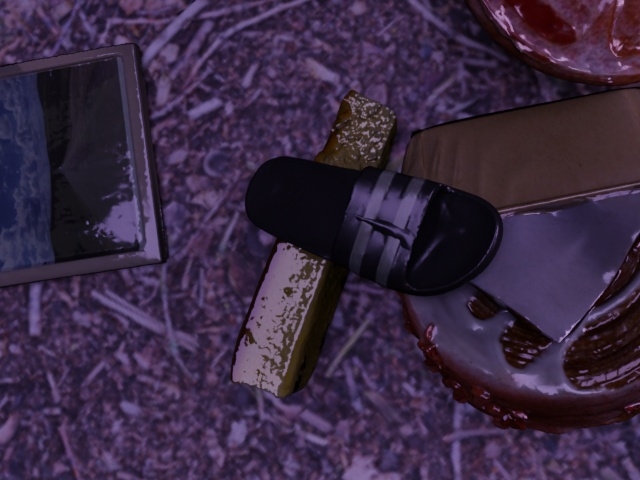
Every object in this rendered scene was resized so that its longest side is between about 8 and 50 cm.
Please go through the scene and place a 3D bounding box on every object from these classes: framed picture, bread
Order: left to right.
[{"bbox_3d":[-0.260,-0.053,0.658,0.260,0.023,0.188,-8,84,8],"label":"framed picture"},{"bbox_3d":[0.000,0.000,0.575,0.049,0.088,0.226,20,88,13],"label":"bread"},{"bbox_3d":[0.154,0.017,0.528,0.225,0.142,0.211,-10,68,11],"label":"bread"}]

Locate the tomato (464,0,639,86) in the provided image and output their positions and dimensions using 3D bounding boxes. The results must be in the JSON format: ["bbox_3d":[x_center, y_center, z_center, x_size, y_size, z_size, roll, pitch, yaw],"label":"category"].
[{"bbox_3d":[0.183,-0.220,0.497,0.237,0.095,0.236,-3,112,-6],"label":"tomato"}]

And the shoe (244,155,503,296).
[{"bbox_3d":[0.018,-0.016,0.485,0.179,0.049,0.071,17,86,31],"label":"shoe"}]
